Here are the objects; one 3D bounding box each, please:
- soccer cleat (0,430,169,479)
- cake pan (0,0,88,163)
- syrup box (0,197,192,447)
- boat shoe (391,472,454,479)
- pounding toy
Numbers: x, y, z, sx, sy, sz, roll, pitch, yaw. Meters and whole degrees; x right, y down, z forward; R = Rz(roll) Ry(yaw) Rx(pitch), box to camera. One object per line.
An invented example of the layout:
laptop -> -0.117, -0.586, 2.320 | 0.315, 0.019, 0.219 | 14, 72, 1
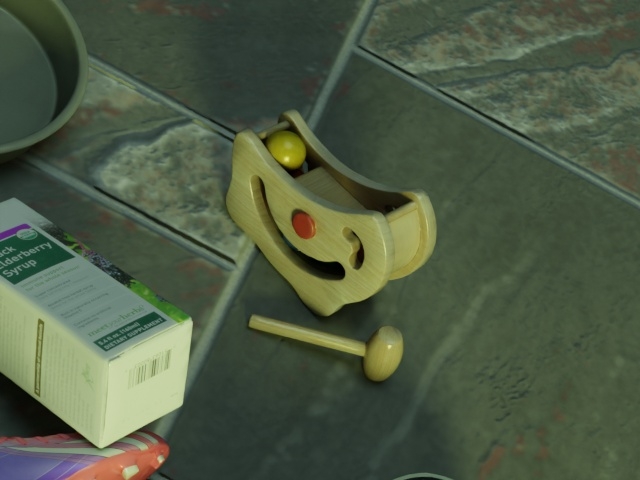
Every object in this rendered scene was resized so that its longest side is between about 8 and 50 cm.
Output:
soccer cleat -> -0.227, 0.185, 1.267 | 0.248, 0.083, 0.095 | -15, 58, -46
cake pan -> -0.374, -0.182, 1.524 | 0.293, 0.054, 0.293 | 15, 48, -17
syrup box -> -0.224, 0.064, 1.318 | 0.237, 0.096, 0.093 | 32, 39, 31
boat shoe -> 0.005, 0.337, 1.232 | 0.187, 0.156, 0.500 | 43, 45, 12
pounding toy -> 0.000, 0.000, 1.504 | 0.155, 0.154, 0.269 | -27, 69, -41
